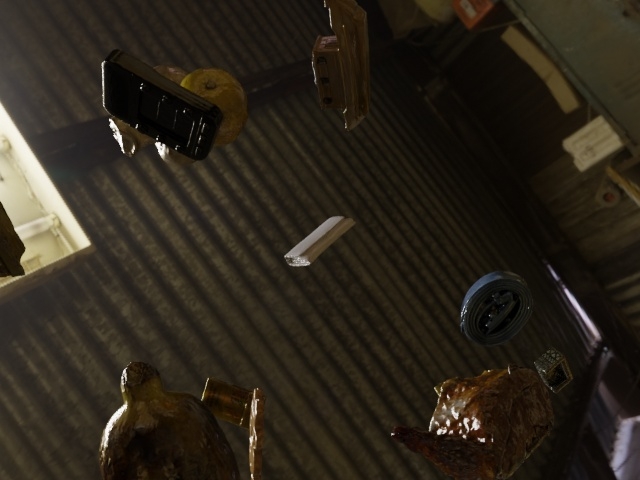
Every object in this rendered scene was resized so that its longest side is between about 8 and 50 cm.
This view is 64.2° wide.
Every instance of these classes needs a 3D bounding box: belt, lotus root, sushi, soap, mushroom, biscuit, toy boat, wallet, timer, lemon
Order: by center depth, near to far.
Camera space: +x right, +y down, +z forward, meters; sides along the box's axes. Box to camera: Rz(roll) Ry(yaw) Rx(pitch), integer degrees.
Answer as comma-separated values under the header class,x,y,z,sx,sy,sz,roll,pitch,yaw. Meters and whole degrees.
class,x,y,z,sx,sy,sz,roll,pitch,yaw
lotus root,-0.210,0.313,0.707,0.169,0.141,0.314,-21,-74,-8
toy boat,0.028,-0.248,0.713,0.077,0.200,0.057,4,-130,12
sushi,0.257,0.291,0.806,0.296,0.179,0.167,-23,-92,-42
timer,-0.251,-0.212,0.815,0.187,0.144,0.055,29,-119,-10
wallet,0.000,0.000,0.834,0.122,0.061,0.025,-40,-63,-35
soap,-0.655,-0.002,0.963,0.135,0.233,0.076,-6,-114,-18
biscuit,-0.134,0.404,1.060,0.027,0.184,0.133,2,-161,-11
lemon,-0.243,-0.298,1.150,0.170,0.207,0.170,1,-97,-8
belt,0.420,0.165,1.229,0.141,0.190,0.082,36,-162,6
mushroom,-0.467,-0.363,1.504,0.290,0.297,0.298,-17,-108,-27

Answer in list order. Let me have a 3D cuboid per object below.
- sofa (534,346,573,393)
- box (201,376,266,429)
class,x,y,z,sx,sy,sz,roll,pitch,yaw
sofa,0.534,0.298,1.166,0.118,0.060,0.039,52,179,-39
box,-0.215,0.399,1.249,0.156,0.022,0.089,17,-91,15
